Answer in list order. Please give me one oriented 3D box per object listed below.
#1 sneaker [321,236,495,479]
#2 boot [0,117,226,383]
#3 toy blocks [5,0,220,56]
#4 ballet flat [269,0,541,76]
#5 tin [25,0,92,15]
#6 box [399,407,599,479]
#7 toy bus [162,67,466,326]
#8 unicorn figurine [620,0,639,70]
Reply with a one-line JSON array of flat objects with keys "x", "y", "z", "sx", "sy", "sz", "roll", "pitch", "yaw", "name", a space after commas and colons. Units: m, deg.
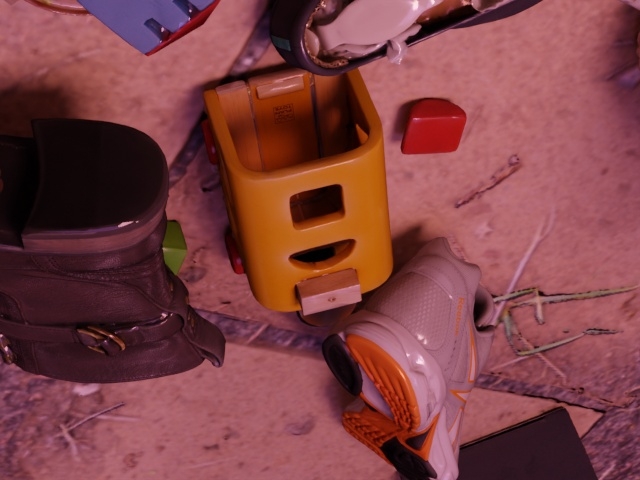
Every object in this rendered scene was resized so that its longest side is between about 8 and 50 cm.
[{"x": 0.081, "y": 0.093, "z": 0.956, "sx": 0.121, "sy": 0.099, "sz": 0.262, "roll": -49, "pitch": 160, "yaw": -18, "name": "sneaker"}, {"x": -0.187, "y": 0.018, "z": 0.764, "sx": 0.263, "sy": 0.091, "sz": 0.229, "roll": 8, "pitch": 152, "yaw": 2, "name": "boot"}, {"x": -0.030, "y": -0.211, "z": 0.508, "sx": 0.381, "sy": 0.191, "sz": 0.261, "roll": -36, "pitch": 138, "yaw": 16, "name": "toy blocks"}, {"x": 0.070, "y": -0.138, "z": 0.711, "sx": 0.203, "sy": 0.074, "sz": 0.074, "roll": -22, "pitch": 139, "yaw": 4, "name": "ballet flat"}, {"x": -0.076, "y": -0.180, "z": 0.646, "sx": 0.189, "sy": 0.040, "sz": 0.106, "roll": -29, "pitch": 134, "yaw": 10, "name": "tin"}, {"x": 0.170, "y": 0.258, "z": 1.152, "sx": 0.153, "sy": 0.108, "sz": 0.207, "roll": -22, "pitch": 139, "yaw": 3, "name": "box"}, {"x": -0.006, "y": -0.007, "z": 0.804, "sx": 0.202, "sy": 0.104, "sz": 0.191, "roll": 21, "pitch": 125, "yaw": -36, "name": "toy bus"}, {"x": 0.211, "y": -0.141, "z": 0.788, "sx": 0.162, "sy": 0.060, "sz": 0.111, "roll": 36, "pitch": 126, "yaw": -28, "name": "unicorn figurine"}]
